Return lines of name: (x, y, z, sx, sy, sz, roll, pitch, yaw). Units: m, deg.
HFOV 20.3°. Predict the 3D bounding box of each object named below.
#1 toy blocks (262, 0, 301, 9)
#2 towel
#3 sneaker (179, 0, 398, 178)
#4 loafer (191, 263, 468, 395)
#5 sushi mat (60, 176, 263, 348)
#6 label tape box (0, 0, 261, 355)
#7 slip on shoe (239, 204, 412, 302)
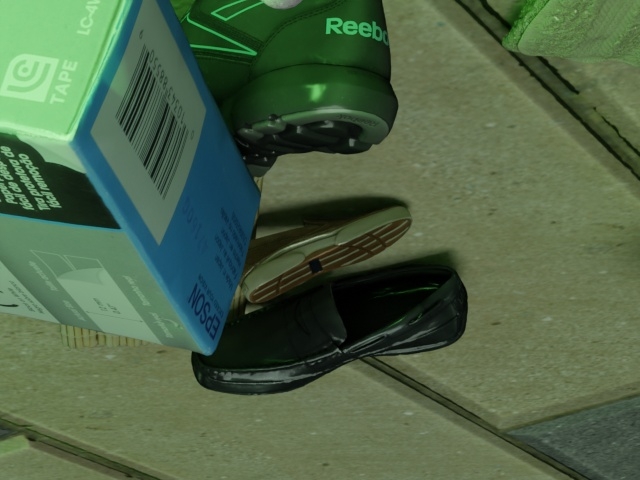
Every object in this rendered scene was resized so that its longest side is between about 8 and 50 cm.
toy blocks: (-0.008, -0.183, 0.658, 0.289, 0.260, 0.309, 1, 154, -16)
towel: (0.178, -0.146, 1.045, 0.110, 0.027, 0.148, 0, 154, -15)
sneaker: (-0.050, -0.094, 1.036, 0.101, 0.106, 0.267, 11, 167, -40)
loafer: (0.005, 0.063, 1.397, 0.223, 0.076, 0.078, -13, 142, -2)
sushi mat: (-0.124, 0.013, 1.329, 0.151, 0.019, 0.316, -2, 155, -6)
label tape box: (-0.229, -0.060, 0.928, 0.348, 0.115, 0.249, 8, 157, 16)
slip on shoe: (0.000, 0.000, 1.299, 0.135, 0.041, 0.051, -25, 156, -4)
